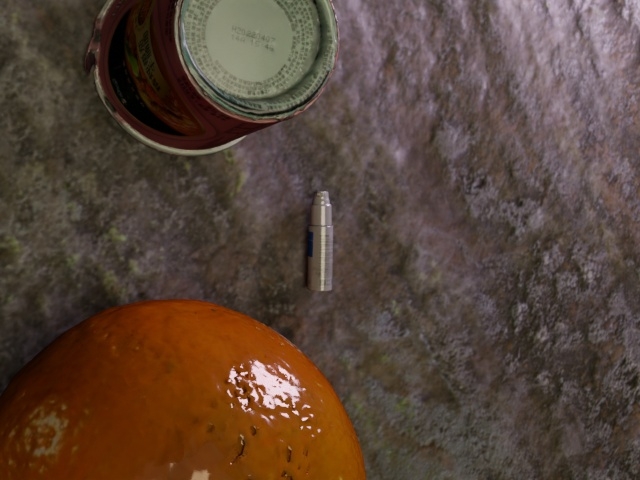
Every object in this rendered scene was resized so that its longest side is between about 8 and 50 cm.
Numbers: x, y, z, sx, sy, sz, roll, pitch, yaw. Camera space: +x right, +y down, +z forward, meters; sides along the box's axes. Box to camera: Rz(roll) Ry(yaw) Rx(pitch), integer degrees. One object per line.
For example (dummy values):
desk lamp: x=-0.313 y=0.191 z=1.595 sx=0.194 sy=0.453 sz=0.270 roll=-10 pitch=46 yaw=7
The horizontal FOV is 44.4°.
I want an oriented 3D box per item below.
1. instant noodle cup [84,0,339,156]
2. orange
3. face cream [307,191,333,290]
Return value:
instant noodle cup: x=-0.105 y=-0.204 z=0.829 sx=0.244 sy=0.255 sz=0.243 roll=-3 pitch=97 yaw=-24
orange: x=-0.140 y=0.271 z=0.804 sx=0.424 sy=0.326 sz=0.423 roll=-10 pitch=105 yaw=-43
face cream: x=0.000 y=0.000 z=1.027 sx=0.034 sy=0.034 sz=0.130 roll=-2 pitch=98 yaw=-27
